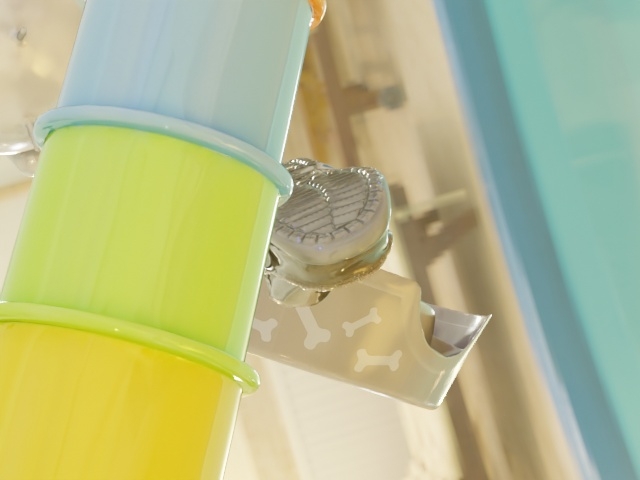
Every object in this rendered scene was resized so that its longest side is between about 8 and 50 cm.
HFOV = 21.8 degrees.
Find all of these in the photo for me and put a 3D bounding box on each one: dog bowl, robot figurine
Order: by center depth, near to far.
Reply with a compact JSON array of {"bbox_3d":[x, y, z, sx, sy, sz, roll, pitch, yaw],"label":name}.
[{"bbox_3d":[-0.025,0.061,1.504,0.349,0.348,0.102,172,116,-80],"label":"dog bowl"},{"bbox_3d":[-0.348,-0.213,1.728,0.353,0.199,0.300,44,155,55],"label":"robot figurine"}]

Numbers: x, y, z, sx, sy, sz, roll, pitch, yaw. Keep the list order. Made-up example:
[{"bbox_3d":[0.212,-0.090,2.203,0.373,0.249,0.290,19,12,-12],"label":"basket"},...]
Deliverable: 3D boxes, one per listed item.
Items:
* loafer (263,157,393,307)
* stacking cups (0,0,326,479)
[{"bbox_3d":[0.000,0.000,1.145,0.251,0.094,0.087,-138,28,-75],"label":"loafer"},{"bbox_3d":[-0.039,-0.050,0.537,0.096,0.096,0.316,109,176,-73],"label":"stacking cups"}]
